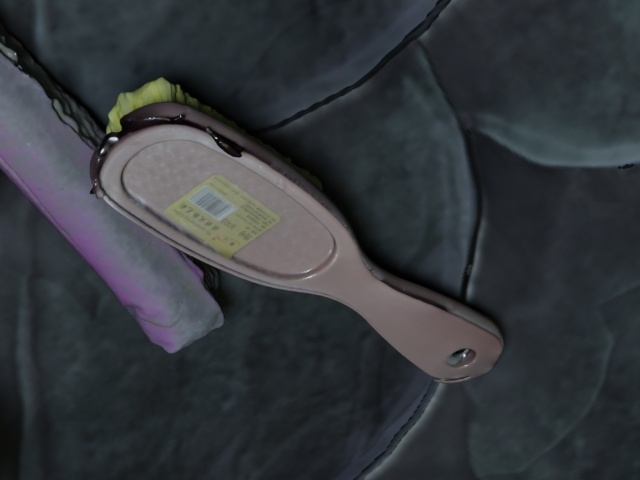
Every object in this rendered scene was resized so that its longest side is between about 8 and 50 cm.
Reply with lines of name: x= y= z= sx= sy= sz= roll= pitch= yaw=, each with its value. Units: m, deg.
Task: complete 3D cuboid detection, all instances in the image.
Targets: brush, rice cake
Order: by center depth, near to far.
rice cake: x=-0.135 y=-0.043 z=0.716 sx=0.055 sy=0.049 sz=0.270 roll=-31 pitch=123 yaw=9
brush: x=0.001 y=-0.002 z=0.778 sx=0.072 sy=0.067 sz=0.313 roll=-35 pitch=135 yaw=25
